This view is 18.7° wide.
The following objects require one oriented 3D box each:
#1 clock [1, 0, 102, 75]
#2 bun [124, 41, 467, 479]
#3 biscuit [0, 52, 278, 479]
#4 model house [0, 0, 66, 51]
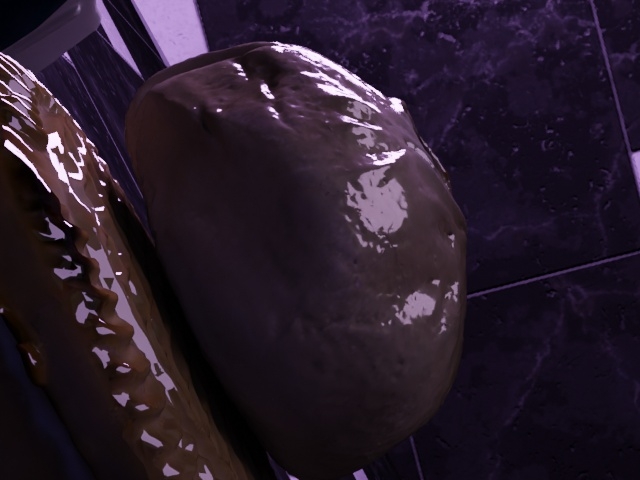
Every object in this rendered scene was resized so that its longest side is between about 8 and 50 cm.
[{"bbox_3d":[-0.210,-0.231,0.955,0.231,0.116,0.262,62,2,29],"label":"clock"},{"bbox_3d":[0.000,0.000,0.752,0.173,0.113,0.166,63,1,-5],"label":"bun"},{"bbox_3d":[-0.083,0.053,0.720,0.259,0.079,0.259,61,3,-5],"label":"biscuit"},{"bbox_3d":[-0.129,-0.184,0.273,0.303,0.237,0.215,46,22,-48],"label":"model house"}]
